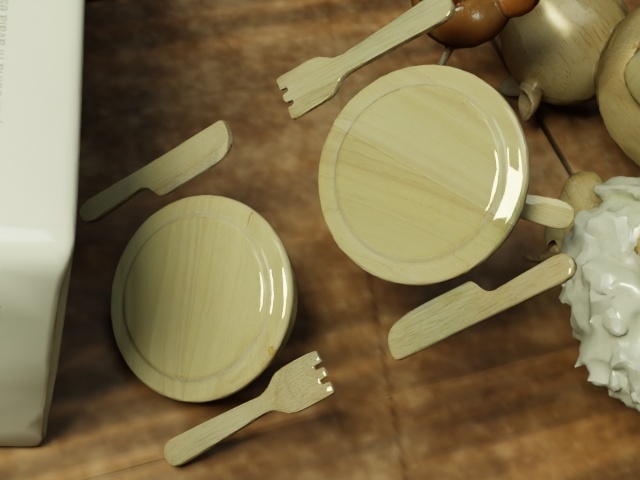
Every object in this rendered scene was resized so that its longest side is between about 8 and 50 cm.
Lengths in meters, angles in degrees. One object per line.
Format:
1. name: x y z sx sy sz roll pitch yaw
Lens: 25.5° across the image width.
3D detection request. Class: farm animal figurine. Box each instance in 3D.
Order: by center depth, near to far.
1. farm animal figurine: 0.181 -0.104 0.689 0.330 0.172 0.327 -25 79 -27

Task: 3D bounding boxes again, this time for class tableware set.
1. tableware set: 0.000 0.000 0.580 0.194 0.039 0.128 -28 71 19

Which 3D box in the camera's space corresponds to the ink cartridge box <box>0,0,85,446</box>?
1. ink cartridge box: -0.288 -0.082 0.542 0.384 0.160 0.279 4 58 -12
